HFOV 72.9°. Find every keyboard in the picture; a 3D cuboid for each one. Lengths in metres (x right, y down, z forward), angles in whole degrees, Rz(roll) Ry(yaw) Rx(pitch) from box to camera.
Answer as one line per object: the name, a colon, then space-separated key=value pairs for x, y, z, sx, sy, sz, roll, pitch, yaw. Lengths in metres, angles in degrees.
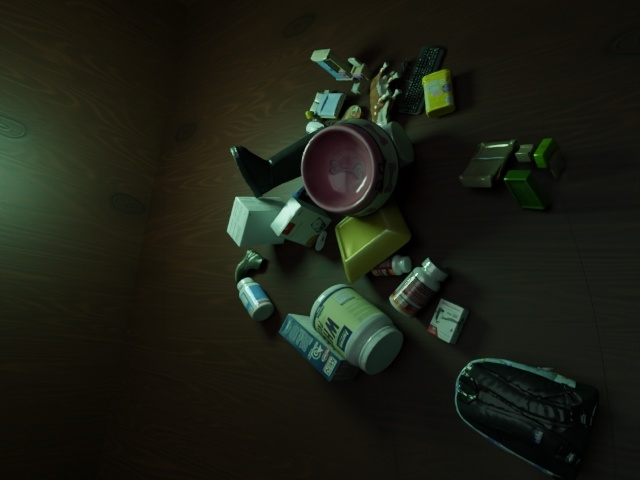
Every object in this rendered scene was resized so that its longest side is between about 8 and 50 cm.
keyboard: x=0.417 y=-0.720 z=1.948 sx=0.202 sy=0.033 sz=0.317 roll=21 pitch=89 yaw=42

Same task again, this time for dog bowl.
dog bowl: x=0.099 y=-0.285 z=1.737 sx=0.408 sy=0.150 sz=0.407 roll=7 pitch=104 yaw=31

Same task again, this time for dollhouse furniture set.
dollhouse furniture set: x=0.043 y=-0.743 z=2.129 sx=0.286 sy=0.198 sz=0.303 roll=26 pitch=92 yaw=51
dollhouse furniture set: x=0.682 y=-0.241 z=1.554 sx=0.197 sy=0.151 sz=0.302 roll=-54 pitch=29 yaw=-13

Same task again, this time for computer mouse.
computer mouse: x=-0.018 y=-0.580 z=2.260 sx=0.193 sy=0.042 sz=0.106 roll=26 pitch=95 yaw=42

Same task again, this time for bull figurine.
bull figurine: x=0.285 y=-0.643 z=1.960 sx=0.188 sy=0.101 sz=0.310 roll=134 pitch=139 yaw=-53

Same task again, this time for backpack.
backpack: x=0.586 y=0.498 z=1.302 sx=0.356 sy=0.273 sz=0.289 roll=14 pitch=88 yaw=20

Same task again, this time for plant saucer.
plant saucer: x=0.189 y=-0.037 z=1.830 sx=0.333 sy=0.081 sz=0.332 roll=-40 pitch=37 yaw=23

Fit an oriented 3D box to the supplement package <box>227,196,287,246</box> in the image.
supplement package: x=-0.301 y=-0.096 z=2.168 sx=0.145 sy=0.262 sz=0.203 roll=44 pitch=125 yaw=40

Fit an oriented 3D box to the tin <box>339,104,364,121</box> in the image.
tin: x=0.140 y=-0.572 z=2.130 sx=0.106 sy=0.040 sz=0.189 roll=40 pitch=102 yaw=36

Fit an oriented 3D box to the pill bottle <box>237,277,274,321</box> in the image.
pill bottle: x=-0.336 y=0.293 z=2.200 sx=0.124 sy=0.124 sz=0.221 roll=-52 pitch=50 yaw=15

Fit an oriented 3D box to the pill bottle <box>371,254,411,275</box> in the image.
pill bottle: x=0.287 y=0.100 z=1.762 sx=0.152 sy=0.086 sz=0.086 roll=-6 pitch=73 yaw=39

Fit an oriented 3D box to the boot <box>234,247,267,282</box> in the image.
boot: x=-0.374 y=0.154 z=2.313 sx=0.137 sy=0.077 sz=0.197 roll=26 pitch=95 yaw=37

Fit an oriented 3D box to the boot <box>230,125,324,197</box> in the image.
boot: x=-0.159 y=-0.400 z=2.014 sx=0.446 sy=0.367 sz=0.146 roll=-24 pitch=69 yaw=-1

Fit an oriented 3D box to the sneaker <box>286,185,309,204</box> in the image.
sneaker: x=-0.105 y=-0.236 z=2.209 sx=0.209 sy=0.069 sz=0.082 roll=-50 pitch=47 yaw=17

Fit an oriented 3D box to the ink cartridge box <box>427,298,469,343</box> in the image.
ink cartridge box: x=0.463 y=0.291 z=1.574 sx=0.099 sy=0.056 sz=0.135 roll=24 pitch=93 yaw=43

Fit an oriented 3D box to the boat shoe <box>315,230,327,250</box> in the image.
boat shoe: x=0.000 y=0.000 z=2.074 sx=0.100 sy=0.035 sz=0.035 roll=-71 pitch=21 yaw=4

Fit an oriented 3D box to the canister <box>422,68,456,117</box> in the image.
canister: x=0.496 y=-0.612 z=1.814 sx=0.126 sy=0.073 sz=0.169 roll=-10 pitch=72 yaw=29

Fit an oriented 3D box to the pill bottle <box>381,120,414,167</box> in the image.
pill bottle: x=0.189 y=-0.344 z=1.891 sx=0.392 sy=0.224 sz=0.223 roll=-23 pitch=63 yaw=33

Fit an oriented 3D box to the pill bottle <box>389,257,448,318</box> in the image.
pill bottle: x=0.374 y=0.179 z=1.641 sx=0.221 sy=0.121 sz=0.121 roll=-51 pitch=51 yaw=16

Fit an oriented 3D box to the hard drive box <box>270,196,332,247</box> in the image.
hard drive box: x=-0.089 y=-0.083 z=2.037 sx=0.181 sy=0.232 sz=0.089 roll=-53 pitch=50 yaw=16

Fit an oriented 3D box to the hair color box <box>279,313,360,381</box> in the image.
hair color box: x=0.000 y=0.449 z=1.835 sx=0.347 sy=0.174 sz=0.105 roll=32 pitch=99 yaw=42

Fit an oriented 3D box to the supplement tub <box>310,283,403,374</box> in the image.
supplement tub: x=0.139 y=0.345 z=1.709 sx=0.325 sy=0.235 sz=0.235 roll=36 pitch=100 yaw=41
